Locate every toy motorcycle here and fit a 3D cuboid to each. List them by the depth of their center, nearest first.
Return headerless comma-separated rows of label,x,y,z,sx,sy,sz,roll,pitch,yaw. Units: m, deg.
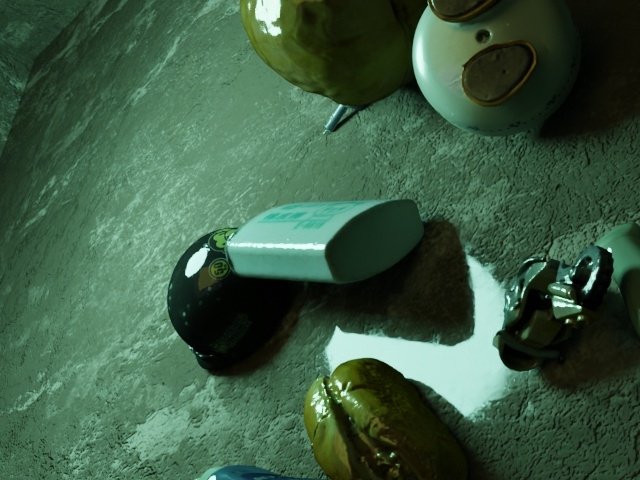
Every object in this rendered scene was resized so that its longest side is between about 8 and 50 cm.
toy motorcycle,0.266,0.084,1.134,0.229,0.094,0.130,142,150,-71

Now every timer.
timer,0.249,-0.258,1.393,0.233,0.240,0.234,-3,82,22

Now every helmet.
helmet,-0.186,0.088,1.731,0.279,0.160,0.231,-42,37,24

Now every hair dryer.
hair dryer,0.418,0.002,1.046,0.237,0.075,0.206,-38,30,18
hair dryer,0.029,-0.236,1.799,0.114,0.063,0.037,-54,29,38

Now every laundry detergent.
laundry detergent,-0.077,0.356,1.359,0.289,0.143,0.094,-4,83,54

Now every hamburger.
hamburger,0.057,0.245,1.252,0.144,0.156,0.283,-54,34,10

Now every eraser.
eraser,0.000,0.000,1.535,0.189,0.104,0.290,-23,13,-33

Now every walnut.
walnut,0.046,-0.401,1.659,0.354,0.308,0.398,-17,33,-13
